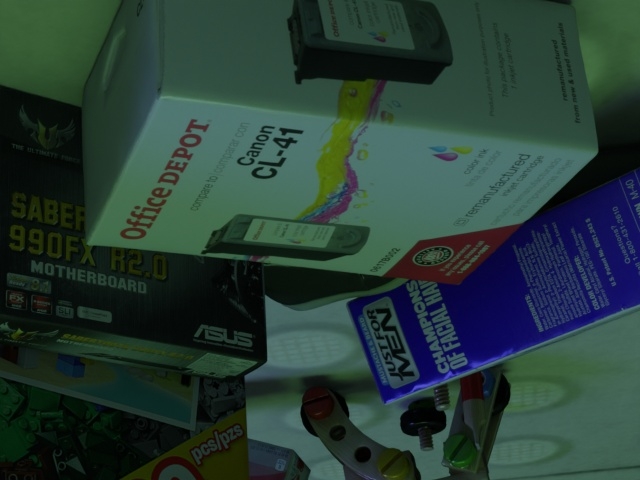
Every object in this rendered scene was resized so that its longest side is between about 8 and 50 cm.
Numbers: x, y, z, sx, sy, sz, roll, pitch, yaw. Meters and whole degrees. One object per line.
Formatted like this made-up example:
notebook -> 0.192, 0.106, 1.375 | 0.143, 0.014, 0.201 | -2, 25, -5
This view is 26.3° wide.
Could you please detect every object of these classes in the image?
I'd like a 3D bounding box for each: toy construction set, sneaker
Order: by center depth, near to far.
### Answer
sneaker -> 0.000, 0.000, 1.177 | 0.118, 0.083, 0.222 | 20, 146, -38
toy construction set -> 0.117, 0.256, 1.547 | 0.257, 0.237, 0.309 | 2, 153, -12

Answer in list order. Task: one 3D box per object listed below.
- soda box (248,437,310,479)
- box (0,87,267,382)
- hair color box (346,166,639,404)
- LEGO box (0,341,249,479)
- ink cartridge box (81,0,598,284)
soda box -> -0.152, 0.263, 1.598 | 0.263, 0.083, 0.092 | 11, 159, 19
box -> -0.152, 0.000, 1.041 | 0.231, 0.183, 0.056 | 14, 150, -32
hair color box -> 0.210, 0.030, 1.181 | 0.339, 0.110, 0.185 | -29, 169, 38
LEGO box -> -0.314, 0.112, 1.031 | 0.500, 0.372, 0.193 | 13, 149, -32
ink cartridge box -> 0.004, -0.079, 0.962 | 0.306, 0.131, 0.226 | 5, 153, -21
